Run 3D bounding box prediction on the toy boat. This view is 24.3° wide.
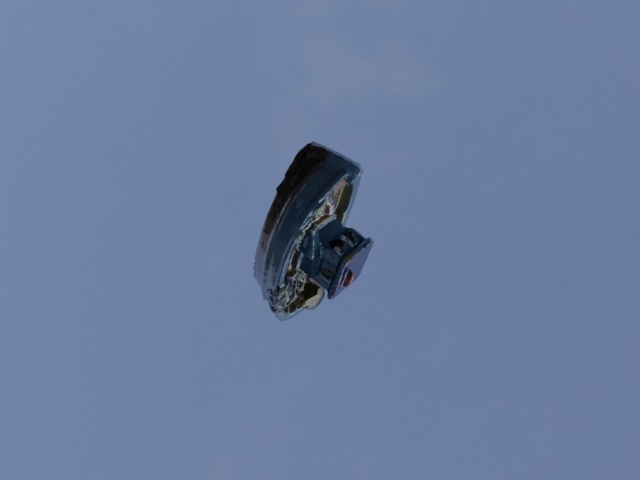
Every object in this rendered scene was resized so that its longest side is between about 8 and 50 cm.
[{"bbox_3d":[0.000,0.000,1.416,0.097,0.100,0.223,39,-39,17],"label":"toy boat"}]
